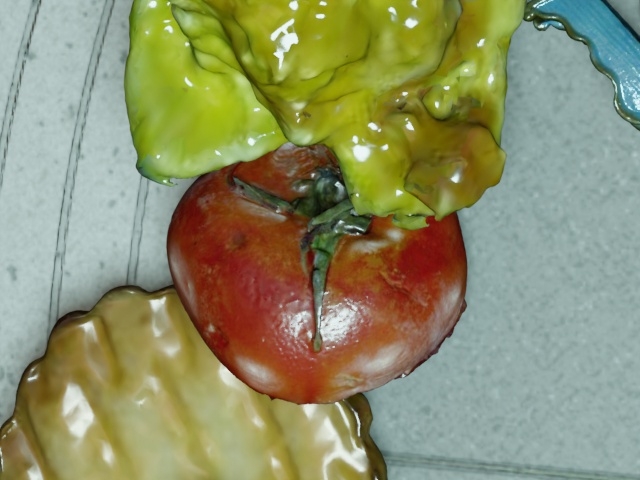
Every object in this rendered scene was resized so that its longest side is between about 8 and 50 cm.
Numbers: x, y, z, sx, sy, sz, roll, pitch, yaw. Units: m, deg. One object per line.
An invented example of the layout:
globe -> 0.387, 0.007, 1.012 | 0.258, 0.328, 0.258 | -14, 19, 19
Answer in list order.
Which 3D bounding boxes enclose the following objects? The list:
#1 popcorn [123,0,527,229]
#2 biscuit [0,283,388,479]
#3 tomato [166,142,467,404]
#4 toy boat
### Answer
popcorn -> -0.014, -0.179, 1.375 | 0.321, 0.290, 0.326 | 32, 117, -23
biscuit -> -0.098, 0.189, 1.525 | 0.325, 0.107, 0.326 | 2, 95, 19
tomato -> -0.002, -0.003, 1.434 | 0.228, 0.101, 0.228 | 0, 51, 0
toy boat -> 0.214, -0.102, 1.420 | 0.077, 0.075, 0.185 | -43, 81, 13
